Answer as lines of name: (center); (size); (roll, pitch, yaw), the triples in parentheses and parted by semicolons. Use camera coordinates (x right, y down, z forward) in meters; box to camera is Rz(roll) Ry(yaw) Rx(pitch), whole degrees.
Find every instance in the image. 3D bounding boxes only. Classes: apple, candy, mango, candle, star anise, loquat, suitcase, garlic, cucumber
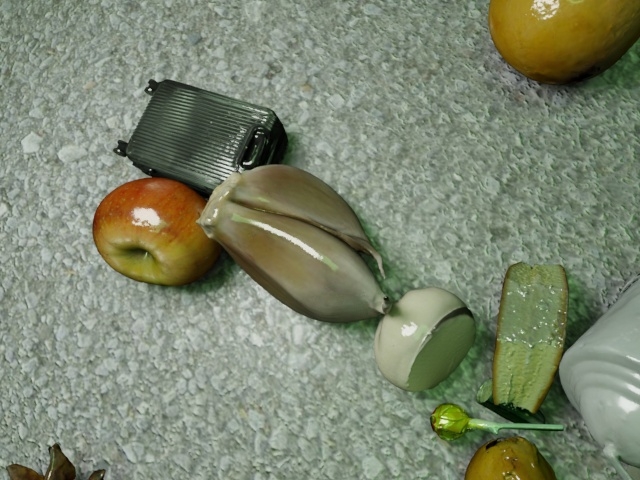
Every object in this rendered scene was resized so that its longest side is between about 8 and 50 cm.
apple: (-0.292, -0.019, 0.816); (0.234, 0.210, 0.173); (18, 47, 3)
candy: (0.267, 0.283, 0.681); (0.193, 0.062, 0.058); (-7, 116, 25)
mango: (0.291, 0.415, 0.629); (0.155, 0.151, 0.249); (8, 67, -20)
candle: (0.461, 0.171, 0.577); (0.342, 0.221, 0.221); (-32, 71, -20)
star anise: (-0.446, 0.490, 0.761); (0.288, 0.088, 0.288); (0, 88, 13)
loquat: (0.430, -0.409, 0.761); (0.262, 0.263, 0.263); (-3, 75, 10)
suitcase: (-0.232, -0.193, 0.884); (0.312, 0.128, 0.202); (19, 79, 15)
garlic: (0.000, 0.000, 0.743); (0.339, 0.246, 0.231); (24, 65, 21)
cucumber: (0.308, 0.265, 0.706); (0.105, 0.048, 0.048); (28, 81, 12)

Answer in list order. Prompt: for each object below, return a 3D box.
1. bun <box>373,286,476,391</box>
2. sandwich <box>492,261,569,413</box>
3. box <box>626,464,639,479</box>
bun: (0.154, 0.148, 0.708); (0.173, 0.173, 0.120); (-48, 48, -5)
sandwich: (0.329, 0.131, 0.695); (0.094, 0.096, 0.258); (8, 62, 24)
box: (0.683, 0.380, 0.584); (0.367, 0.090, 0.373); (-37, 71, -1)
